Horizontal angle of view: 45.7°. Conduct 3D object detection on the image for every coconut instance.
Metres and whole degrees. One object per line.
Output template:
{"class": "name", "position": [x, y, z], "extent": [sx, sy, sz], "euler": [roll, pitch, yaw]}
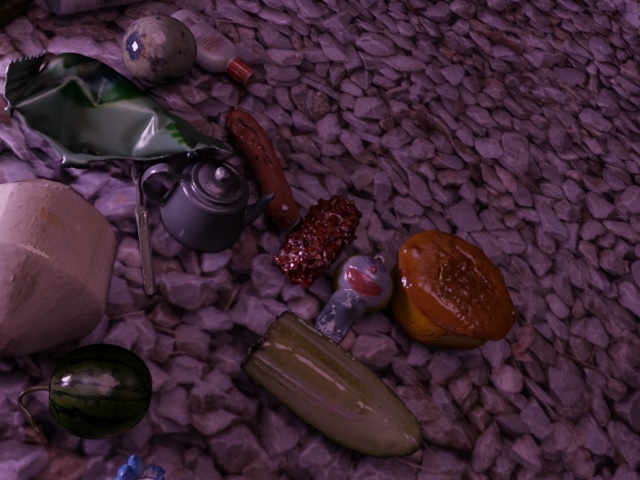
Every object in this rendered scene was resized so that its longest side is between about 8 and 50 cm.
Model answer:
{"class": "coconut", "position": [-0.431, 0.050, 1.121], "extent": [0.237, 0.237, 0.266], "euler": [16, 53, -16]}

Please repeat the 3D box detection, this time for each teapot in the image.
{"class": "teapot", "position": [-0.207, -0.085, 1.388], "extent": [0.239, 0.149, 0.162], "euler": [14, 53, -19]}

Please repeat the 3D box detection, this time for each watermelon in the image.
{"class": "watermelon", "position": [-0.341, 0.220, 1.106], "extent": [0.187, 0.141, 0.141], "euler": [5, 55, -17]}

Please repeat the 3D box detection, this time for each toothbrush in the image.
{"class": "toothbrush", "position": [-0.320, -0.028, 1.373], "extent": [0.026, 0.028, 0.294], "euler": [1, 62, -25]}

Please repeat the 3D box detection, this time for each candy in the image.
{"class": "candy", "position": [-0.355, -0.228, 1.394], "extent": [0.397, 0.172, 0.263], "euler": [13, 21, -16]}

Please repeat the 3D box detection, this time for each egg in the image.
{"class": "egg", "position": [-0.327, -0.391, 1.557], "extent": [0.141, 0.141, 0.181], "euler": [42, 30, 6]}

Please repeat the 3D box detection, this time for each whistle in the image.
{"class": "whistle", "position": [0.059, 0.109, 1.415], "extent": [0.123, 0.123, 0.223], "euler": [37, 63, 2]}

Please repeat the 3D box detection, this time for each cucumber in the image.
{"class": "cucumber", "position": [0.022, 0.259, 1.292], "extent": [0.325, 0.105, 0.145], "euler": [34, 22, -1]}

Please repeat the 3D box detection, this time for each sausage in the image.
{"class": "sausage", "position": [-0.118, -0.153, 1.533], "extent": [0.078, 0.078, 0.304], "euler": [-9, 62, -32]}

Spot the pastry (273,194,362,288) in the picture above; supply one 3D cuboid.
{"class": "pastry", "position": [-0.002, -0.001, 1.465], "extent": [0.115, 0.097, 0.208], "euler": [36, 51, -1]}

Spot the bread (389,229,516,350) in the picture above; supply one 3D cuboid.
{"class": "bread", "position": [0.253, 0.099, 1.496], "extent": [0.268, 0.146, 0.268], "euler": [17, 49, -20]}

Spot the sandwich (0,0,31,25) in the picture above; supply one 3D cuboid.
{"class": "sandwich", "position": [-0.680, -0.513, 1.483], "extent": [0.292, 0.109, 0.212], "euler": [-33, 76, -39]}

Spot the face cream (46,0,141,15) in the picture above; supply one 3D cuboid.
{"class": "face cream", "position": [-0.455, -0.546, 1.641], "extent": [0.269, 0.082, 0.082], "euler": [-25, 71, -37]}

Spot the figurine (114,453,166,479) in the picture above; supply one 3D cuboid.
{"class": "figurine", "position": [-0.259, 0.370, 1.077], "extent": [0.114, 0.079, 0.114], "euler": [-8, 90, -67]}

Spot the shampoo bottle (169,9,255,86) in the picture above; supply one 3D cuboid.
{"class": "shampoo bottle", "position": [-0.242, -0.421, 1.678], "extent": [0.221, 0.051, 0.108], "euler": [38, 48, 2]}
